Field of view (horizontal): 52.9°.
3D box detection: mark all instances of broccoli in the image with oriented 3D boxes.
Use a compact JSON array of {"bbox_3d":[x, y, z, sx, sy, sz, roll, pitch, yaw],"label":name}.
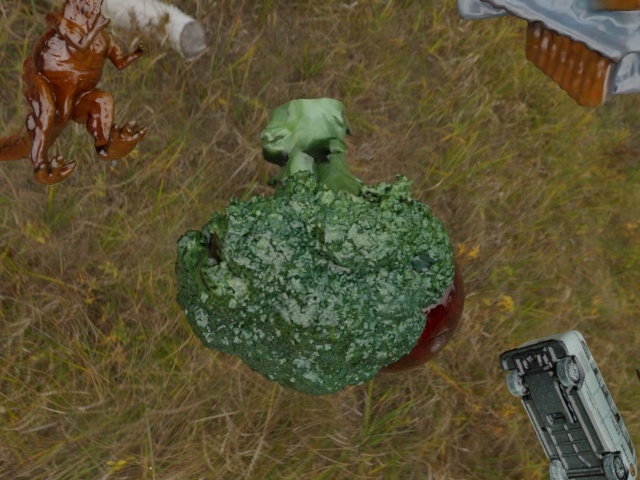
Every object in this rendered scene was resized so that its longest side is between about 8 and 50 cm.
[{"bbox_3d":[0.000,0.000,0.578,0.269,0.270,0.270,2,72,-14],"label":"broccoli"}]

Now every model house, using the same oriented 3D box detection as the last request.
[{"bbox_3d":[0.326,-0.294,0.775,0.338,0.360,0.298,0,112,18],"label":"model house"}]

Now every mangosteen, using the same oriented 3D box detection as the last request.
[{"bbox_3d":[0.094,0.085,0.897,0.214,0.257,0.215,-7,66,15],"label":"mangosteen"}]

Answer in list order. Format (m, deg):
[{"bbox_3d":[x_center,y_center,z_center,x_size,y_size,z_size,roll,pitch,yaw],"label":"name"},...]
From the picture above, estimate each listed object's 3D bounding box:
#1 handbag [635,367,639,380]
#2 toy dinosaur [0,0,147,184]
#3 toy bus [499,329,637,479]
[{"bbox_3d":[0.508,0.249,0.709,0.275,0.084,0.260,12,48,-22],"label":"handbag"},{"bbox_3d":[-0.302,-0.146,0.734,0.097,0.432,0.208,9,46,-52],"label":"toy dinosaur"},{"bbox_3d":[0.287,0.197,0.727,0.089,0.087,0.194,-20,84,-45],"label":"toy bus"}]
